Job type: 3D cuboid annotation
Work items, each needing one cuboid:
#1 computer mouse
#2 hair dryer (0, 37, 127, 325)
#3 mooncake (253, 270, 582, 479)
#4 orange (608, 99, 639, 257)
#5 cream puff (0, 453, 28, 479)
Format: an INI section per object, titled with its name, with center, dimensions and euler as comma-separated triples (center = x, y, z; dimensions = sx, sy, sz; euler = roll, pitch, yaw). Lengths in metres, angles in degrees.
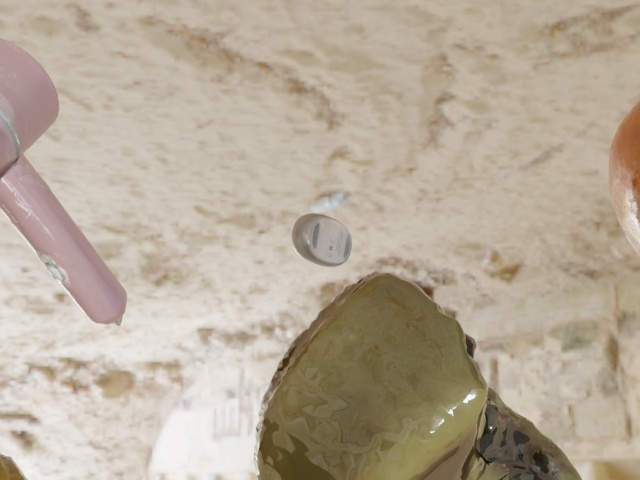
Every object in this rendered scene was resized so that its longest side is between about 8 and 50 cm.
[computer mouse]
center = -0.002, 0.000, 1.291
dimensions = 0.039, 0.066, 0.096
euler = 2, 167, 43
[hair dryer]
center = -0.326, -0.021, 1.078
dimensions = 0.125, 0.210, 0.352
euler = -12, 123, 37
[mooncake]
center = 0.121, 0.223, 1.123
dimensions = 0.393, 0.394, 0.246
euler = -15, -141, -33
[orange]
center = 0.488, -0.077, 1.173
dimensions = 0.283, 0.284, 0.226
euler = -2, -157, 8
[cream puff]
center = -0.194, 0.181, 0.533
dimensions = 0.103, 0.126, 0.144
euler = -21, -159, -27
